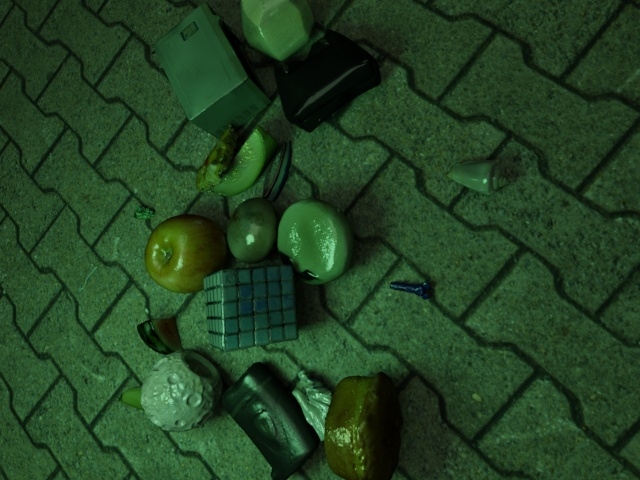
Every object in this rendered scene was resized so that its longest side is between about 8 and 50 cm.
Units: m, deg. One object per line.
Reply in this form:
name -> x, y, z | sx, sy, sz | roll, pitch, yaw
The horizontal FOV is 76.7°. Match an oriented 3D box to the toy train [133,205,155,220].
toy train -> -0.694, -0.106, 1.597 | 0.083, 0.033, 0.053 | 13, 93, 18

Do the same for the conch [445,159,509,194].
conch -> 0.478, -0.196, 1.227 | 0.176, 0.094, 0.104 | 19, 104, 45

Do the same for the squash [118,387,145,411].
squash -> -0.663, 0.585, 1.488 | 0.224, 0.094, 0.094 | -5, 82, 24

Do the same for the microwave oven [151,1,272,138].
microwave oven -> -0.383, -0.594, 1.459 | 0.286, 0.218, 0.355 | -32, 76, 13

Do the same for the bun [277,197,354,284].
bun -> 0.000, 0.000, 1.302 | 0.283, 0.179, 0.283 | 4, 97, 35

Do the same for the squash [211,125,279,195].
squash -> -0.265, -0.254, 1.420 | 0.111, 0.203, 0.288 | 38, 93, -15

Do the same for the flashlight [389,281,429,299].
flashlight -> 0.278, 0.148, 1.263 | 0.121, 0.035, 0.057 | 8, 111, 22

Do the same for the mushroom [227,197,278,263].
mushroom -> -0.217, -0.033, 1.369 | 0.226, 0.178, 0.226 | -4, 85, 56

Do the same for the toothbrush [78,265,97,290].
toothbrush -> -0.952, 0.156, 1.659 | 0.013, 0.011, 0.131 | 38, 96, -4

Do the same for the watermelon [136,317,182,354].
watermelon -> -0.606, 0.351, 1.479 | 0.145, 0.137, 0.193 | -19, 120, 13

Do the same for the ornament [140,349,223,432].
ornament -> -0.459, 0.504, 1.339 | 0.259, 0.259, 0.225 | 36, 90, 18

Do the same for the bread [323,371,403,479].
bread -> 0.131, 0.528, 1.138 | 0.172, 0.312, 0.312 | -3, 83, 27

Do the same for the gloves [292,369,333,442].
gloves -> -0.009, 0.517, 1.276 | 0.119, 0.097, 0.229 | -27, 78, 0

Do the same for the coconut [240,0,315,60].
coconut -> -0.162, -0.759, 1.395 | 0.247, 0.245, 0.245 | -32, 75, 4

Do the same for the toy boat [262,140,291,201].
toy boat -> -0.155, -0.252, 1.440 | 0.080, 0.046, 0.229 | 22, 92, 21

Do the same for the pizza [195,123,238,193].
pizza -> -0.360, -0.271, 1.402 | 0.075, 0.288, 0.280 | 29, 96, -24

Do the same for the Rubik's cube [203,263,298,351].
Rubik's cube -> -0.223, 0.205, 1.264 | 0.237, 0.238, 0.237 | -3, 81, -27

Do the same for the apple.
apple -> -0.466, 0.046, 1.403 | 0.286, 0.233, 0.286 | -2, 85, 18

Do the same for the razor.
razor -> -0.162, 0.577, 1.307 | 0.204, 0.113, 0.349 | -45, 75, 9

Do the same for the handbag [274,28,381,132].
handbag -> -0.001, -0.557, 1.379 | 0.342, 0.152, 0.288 | -32, 64, 8
